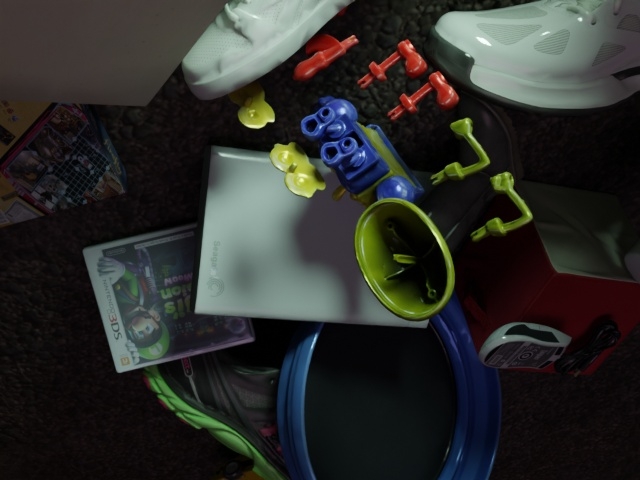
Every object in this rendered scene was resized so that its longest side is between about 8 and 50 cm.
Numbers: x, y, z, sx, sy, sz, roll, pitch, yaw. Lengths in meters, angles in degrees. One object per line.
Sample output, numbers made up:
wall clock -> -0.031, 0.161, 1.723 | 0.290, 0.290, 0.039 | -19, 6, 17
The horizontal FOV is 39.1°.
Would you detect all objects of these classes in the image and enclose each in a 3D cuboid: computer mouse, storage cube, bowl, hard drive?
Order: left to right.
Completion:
hard drive -> 0.000, 0.000, 1.127 | 0.308, 0.040, 0.203 | 5, 92, -20
bowl -> 0.102, 0.230, 1.265 | 0.391, 0.391, 0.077 | 27, 158, -35
computer mouse -> 0.283, 0.132, 1.156 | 0.193, 0.042, 0.106 | 9, 137, -27
storage cube -> 0.318, 0.053, 1.243 | 0.215, 0.183, 0.193 | 8, 133, -22

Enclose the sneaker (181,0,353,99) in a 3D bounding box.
sneaker -> -0.054, -0.276, 0.866 | 0.292, 0.108, 0.169 | -37, 132, 11

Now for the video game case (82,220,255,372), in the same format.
video game case -> -0.197, 0.071, 1.181 | 0.190, 0.022, 0.173 | -13, 100, 0

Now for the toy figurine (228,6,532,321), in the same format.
toy figurine -> 0.083, -0.083, 0.989 | 0.191, 0.362, 0.217 | -39, 159, 10

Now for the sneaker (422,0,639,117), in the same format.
sneaker -> 0.329, -0.278, 0.939 | 0.448, 0.169, 0.257 | -5, 129, -20

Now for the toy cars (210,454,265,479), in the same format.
toy cars -> -0.043, 0.317, 1.514 | 0.176, 0.087, 0.393 | 22, 124, -17

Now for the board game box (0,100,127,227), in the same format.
board game box -> -0.334, -0.127, 0.994 | 0.165, 0.042, 0.243 | -15, 137, 2

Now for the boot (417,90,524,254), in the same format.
boot -> 0.151, -0.060, 1.096 | 0.208, 0.076, 0.189 | -41, 132, -9

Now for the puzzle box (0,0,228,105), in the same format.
puzzle box -> -0.196, -0.229, 0.730 | 0.272, 0.052, 0.409 | -2, 161, -34

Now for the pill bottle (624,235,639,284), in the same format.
pill bottle -> 0.520, -0.058, 1.090 | 0.318, 0.176, 0.176 | -48, 134, -5

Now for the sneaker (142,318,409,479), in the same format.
sneaker -> -0.027, 0.233, 1.296 | 0.483, 0.185, 0.202 | 34, 111, -19
